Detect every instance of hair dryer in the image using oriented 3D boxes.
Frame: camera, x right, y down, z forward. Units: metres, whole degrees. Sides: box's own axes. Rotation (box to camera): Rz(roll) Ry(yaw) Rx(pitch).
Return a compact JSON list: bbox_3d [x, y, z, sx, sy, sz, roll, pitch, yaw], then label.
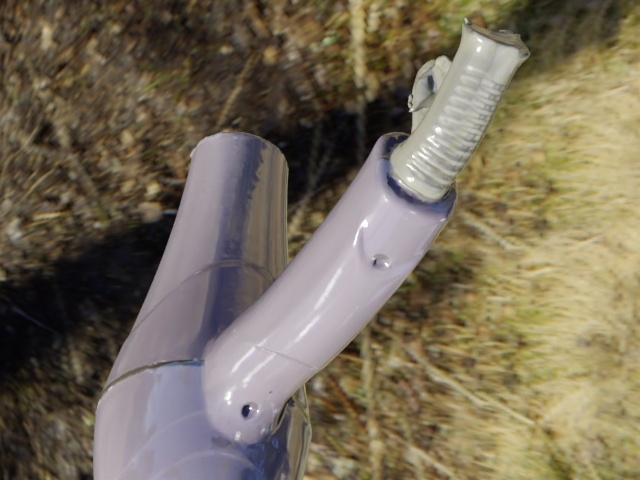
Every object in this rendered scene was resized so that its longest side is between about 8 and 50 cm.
[{"bbox_3d":[0.000,0.000,0.803,0.121,0.361,0.301,23,47,-20],"label":"hair dryer"}]
